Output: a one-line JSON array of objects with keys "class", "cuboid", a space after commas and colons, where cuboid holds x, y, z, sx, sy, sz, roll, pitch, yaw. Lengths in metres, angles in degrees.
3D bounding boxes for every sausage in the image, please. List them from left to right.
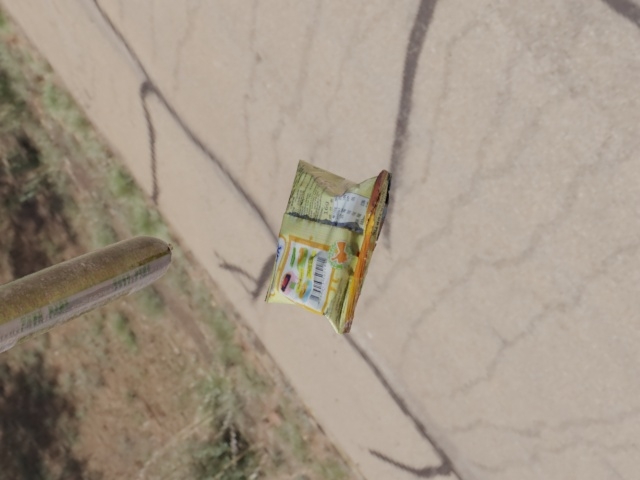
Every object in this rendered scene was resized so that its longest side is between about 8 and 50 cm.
[{"class": "sausage", "cuboid": [-0.158, 0.038, 0.480, 0.033, 0.269, 0.033, 9, 108, 28]}]

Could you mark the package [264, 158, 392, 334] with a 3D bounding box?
[{"class": "package", "cuboid": [0.001, 0.000, 0.640, 0.120, 0.031, 0.108, 16, 91, 58]}]
